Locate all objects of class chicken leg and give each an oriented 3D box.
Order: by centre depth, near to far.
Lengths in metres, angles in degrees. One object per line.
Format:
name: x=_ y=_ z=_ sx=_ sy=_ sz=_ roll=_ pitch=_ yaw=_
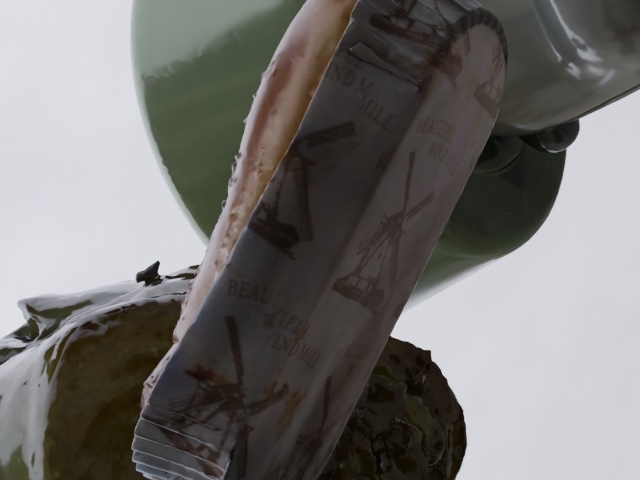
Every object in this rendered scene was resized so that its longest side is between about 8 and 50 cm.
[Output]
chicken leg: x=-0.152 y=0.108 z=0.646 sx=0.201 sy=0.429 sz=0.153 roll=81 pitch=177 yaw=-73

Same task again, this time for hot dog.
hot dog: x=0.000 y=0.000 z=0.514 sx=0.108 sy=0.059 sz=0.191 roll=24 pitch=-88 yaw=-60

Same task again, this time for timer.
timer: x=0.095 y=-0.125 z=0.918 sx=0.290 sy=0.315 sz=0.291 roll=23 pitch=-123 yaw=-42
